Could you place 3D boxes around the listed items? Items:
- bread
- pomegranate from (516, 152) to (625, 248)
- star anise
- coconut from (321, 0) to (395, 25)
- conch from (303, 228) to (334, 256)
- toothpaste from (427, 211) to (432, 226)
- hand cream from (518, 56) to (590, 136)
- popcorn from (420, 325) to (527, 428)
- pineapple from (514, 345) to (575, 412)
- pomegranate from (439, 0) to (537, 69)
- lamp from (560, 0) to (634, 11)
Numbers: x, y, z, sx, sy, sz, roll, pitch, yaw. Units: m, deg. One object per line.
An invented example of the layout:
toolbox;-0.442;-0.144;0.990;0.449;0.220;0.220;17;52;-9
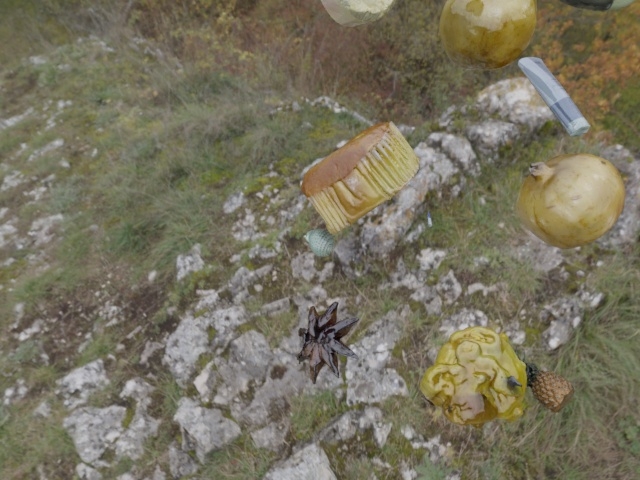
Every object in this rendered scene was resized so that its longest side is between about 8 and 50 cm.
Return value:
bread;0.080;-0.158;1.205;0.288;0.156;0.204;-31;17;37
pomegranate;0.820;-0.147;1.682;0.342;0.343;0.343;-3;54;5
star anise;0.002;0.307;1.570;0.271;0.102;0.272;-20;59;37
coconut;0.115;-0.809;1.612;0.239;0.239;0.244;-24;28;-10
conch;0.002;-0.001;1.268;0.085;0.057;0.076;47;49;8
toothpaste;0.423;-0.085;1.969;0.015;0.024;0.083;4;38;1
hand cream;0.585;-0.369;1.270;0.079;0.048;0.255;-9;61;-25
popcorn;0.469;0.407;1.463;0.316;0.281;0.297;-43;93;-25
pineapple;0.654;0.425;1.612;0.130;0.119;0.277;-40;48;-12
pomegranate;0.398;-0.512;1.195;0.232;0.233;0.233;-3;54;5
lamp;0.756;-0.664;1.351;0.249;0.101;0.101;-3;54;5
